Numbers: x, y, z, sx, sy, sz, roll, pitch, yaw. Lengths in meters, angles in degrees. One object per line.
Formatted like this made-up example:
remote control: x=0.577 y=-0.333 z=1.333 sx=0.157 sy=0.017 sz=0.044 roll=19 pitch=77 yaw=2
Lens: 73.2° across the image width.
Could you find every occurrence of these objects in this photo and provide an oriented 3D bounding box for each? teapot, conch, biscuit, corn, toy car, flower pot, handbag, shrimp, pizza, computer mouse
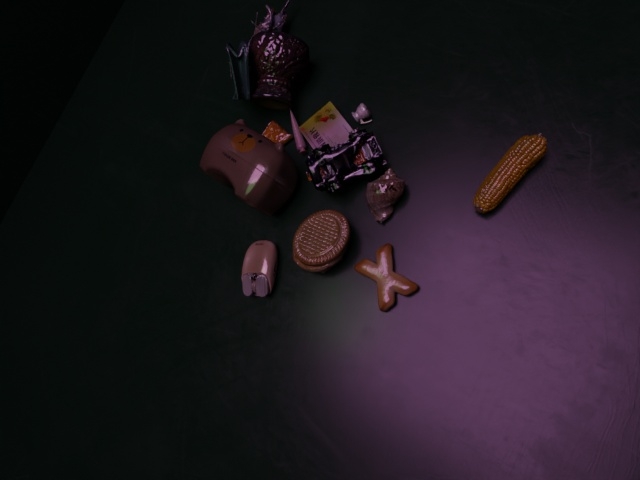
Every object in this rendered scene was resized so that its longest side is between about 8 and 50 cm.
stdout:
teapot: x=0.170 y=-0.508 z=1.754 sx=0.064 sy=0.064 sz=0.083 roll=-35 pitch=95 yaw=20
conch: x=0.235 y=-0.169 z=1.618 sx=0.155 sy=0.130 sz=0.207 roll=29 pitch=114 yaw=61
biscuit: x=0.000 y=0.000 z=1.648 sx=0.259 sy=0.079 sz=0.259 roll=-15 pitch=54 yaw=22
corn: x=0.621 y=-0.223 z=1.440 sx=0.313 sy=0.102 sz=0.102 roll=-48 pitch=62 yaw=7
biscuit: x=0.232 y=0.130 z=1.546 sx=0.164 sy=0.047 sz=0.207 roll=-36 pitch=64 yaw=11
toy car: x=0.089 y=-0.302 z=1.653 sx=0.302 sy=0.118 sz=0.193 roll=-21 pitch=99 yaw=7
flower pot: x=-0.192 y=-0.722 z=1.874 sx=0.267 sy=0.267 sz=0.266 roll=8 pitch=88 yaw=26
handbag: x=-0.360 y=-0.752 z=1.899 sx=0.090 sy=0.238 sz=0.326 roll=-7 pitch=28 yaw=-10
shrimp: x=-0.249 y=-0.991 z=2.014 sx=0.137 sy=0.172 sz=0.371 roll=23 pitch=102 yaw=-4
pizza: x=-0.206 y=-0.469 z=1.921 sx=0.178 sy=0.041 sz=0.130 roll=-21 pitch=70 yaw=18
computer mouse: x=-0.248 y=0.112 z=1.753 sx=0.145 sy=0.082 sz=0.236 roll=2 pitch=75 yaw=24

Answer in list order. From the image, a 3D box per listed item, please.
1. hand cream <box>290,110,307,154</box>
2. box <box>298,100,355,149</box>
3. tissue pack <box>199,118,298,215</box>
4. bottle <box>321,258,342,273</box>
hand cream: x=-0.101 y=-0.468 z=1.863 sx=0.043 sy=0.067 sz=0.209 roll=-18 pitch=71 yaw=4
box: x=0.046 y=-0.427 z=1.782 sx=0.175 sy=0.062 sz=0.260 roll=-38 pitch=64 yaw=11
tissue pack: x=-0.282 y=-0.307 z=1.781 sx=0.387 sy=0.267 sz=0.276 roll=37 pitch=91 yaw=29
bottle: x=0.036 y=0.083 z=1.650 sx=0.096 sy=0.045 sz=0.045 roll=-35 pitch=64 yaw=11
